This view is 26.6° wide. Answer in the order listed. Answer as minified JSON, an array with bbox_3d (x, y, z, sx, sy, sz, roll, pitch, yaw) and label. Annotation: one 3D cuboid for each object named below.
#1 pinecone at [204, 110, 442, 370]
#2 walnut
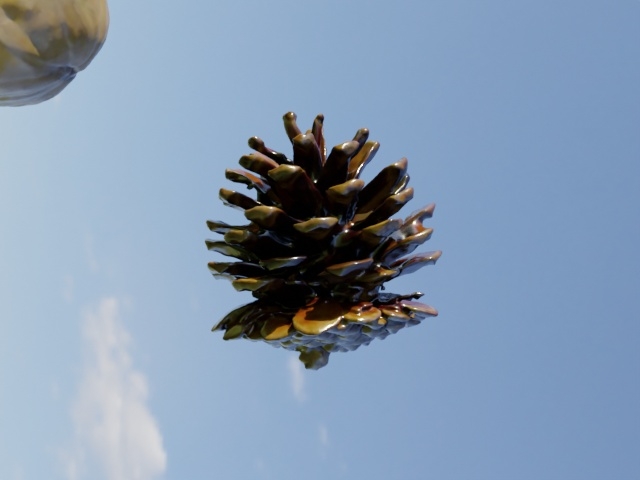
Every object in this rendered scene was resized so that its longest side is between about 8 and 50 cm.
[{"bbox_3d":[0.003,-0.002,1.361,0.264,0.264,0.264,-175,-90,-69],"label":"pinecone"},{"bbox_3d":[-0.348,-0.264,1.415,0.225,0.261,0.225,-47,-179,1],"label":"walnut"}]
